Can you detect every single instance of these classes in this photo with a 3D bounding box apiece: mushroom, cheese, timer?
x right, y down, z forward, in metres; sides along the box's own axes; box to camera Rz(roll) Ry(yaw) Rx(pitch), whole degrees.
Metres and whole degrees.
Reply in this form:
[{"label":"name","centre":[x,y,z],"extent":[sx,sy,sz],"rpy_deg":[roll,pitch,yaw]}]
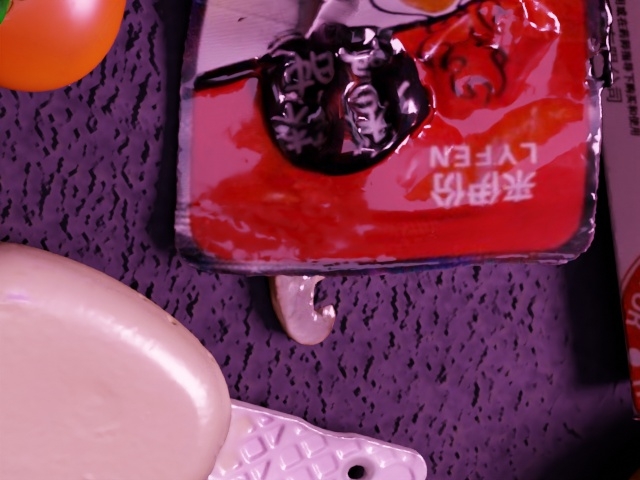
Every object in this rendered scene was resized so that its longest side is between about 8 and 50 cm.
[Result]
[{"label":"mushroom","centre":[0.001,0.000,0.873],"extent":[0.049,0.019,0.101],"rpy_deg":[8,103,-17]},{"label":"cheese","centre":[-0.068,0.088,0.863],"extent":[0.255,0.050,0.127],"rpy_deg":[19,100,-21]},{"label":"timer","centre":[-0.125,-0.120,0.745],"extent":[0.099,0.136,0.136],"rpy_deg":[-42,113,-7]}]

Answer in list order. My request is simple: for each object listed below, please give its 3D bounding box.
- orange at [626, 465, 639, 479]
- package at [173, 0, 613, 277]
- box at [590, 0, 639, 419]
[{"label":"orange","centre":[0.210,0.163,0.931],"extent":[0.156,0.124,0.156],"rpy_deg":[1,106,5]},{"label":"package","centre":[0.033,-0.114,0.820],"extent":[0.194,0.071,0.269],"rpy_deg":[2,115,4]},{"label":"box","centre":[0.220,-0.077,0.813],"extent":[0.069,0.214,0.353],"rpy_deg":[-34,120,-45]}]
